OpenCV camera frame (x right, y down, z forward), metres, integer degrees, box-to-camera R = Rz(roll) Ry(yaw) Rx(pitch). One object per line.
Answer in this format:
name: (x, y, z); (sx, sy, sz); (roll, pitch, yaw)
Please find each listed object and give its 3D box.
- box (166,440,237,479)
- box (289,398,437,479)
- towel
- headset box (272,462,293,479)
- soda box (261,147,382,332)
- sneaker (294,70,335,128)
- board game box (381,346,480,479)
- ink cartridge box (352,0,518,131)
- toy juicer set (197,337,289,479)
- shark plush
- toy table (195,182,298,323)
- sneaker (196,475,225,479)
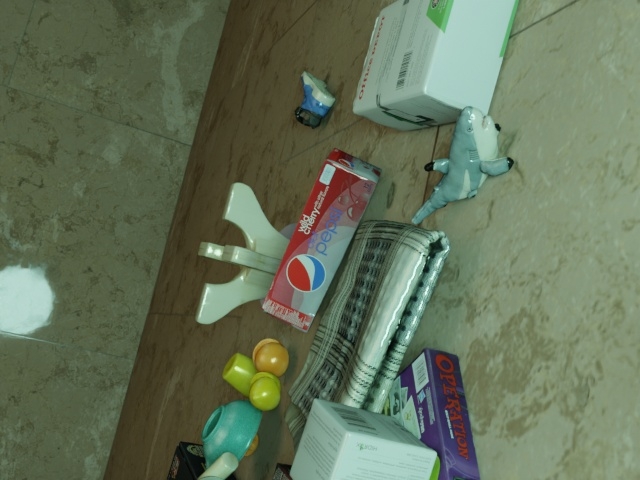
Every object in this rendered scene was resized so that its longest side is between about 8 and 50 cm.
box: (-0.241, 0.600, 1.311); (0.318, 0.097, 0.394); (20, 92, 67)
box: (0.039, 0.219, 0.727); (0.087, 0.102, 0.101); (-71, 20, 0)
towel: (0.033, 0.125, 0.931); (0.312, 0.056, 0.324); (-157, 89, -78)
headset box: (-0.022, 0.327, 0.991); (0.083, 0.062, 0.032); (-176, 101, -71)
soda box: (0.000, 0.000, 1.125); (0.092, 0.083, 0.263); (-64, -1, -70)
sneaker: (-0.023, -0.274, 1.475); (0.084, 0.058, 0.152); (-56, 31, 20)
board game box: (0.090, 0.305, 0.737); (0.208, 0.056, 0.346); (-50, 30, 40)
ink cartridge box: (0.139, -0.235, 0.961); (0.219, 0.093, 0.160); (-170, 96, -70)
toy juicer set: (-0.123, 0.306, 1.205); (0.209, 0.089, 0.329); (-39, 22, 45)
shark plush: (0.149, -0.084, 0.851); (0.161, 0.067, 0.073); (131, 149, -49)
toy table: (-0.116, 0.040, 1.329); (0.274, 0.161, 0.252); (-24, 53, 64)
sneaker: (-0.242, 0.464, 0.995); (0.330, 0.122, 0.146); (-57, -12, -8)
